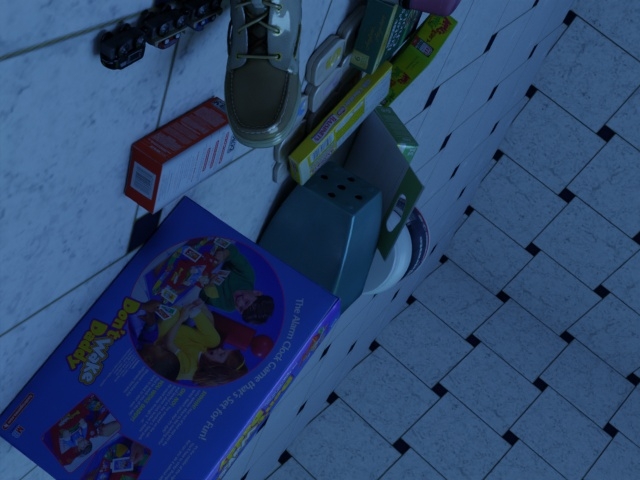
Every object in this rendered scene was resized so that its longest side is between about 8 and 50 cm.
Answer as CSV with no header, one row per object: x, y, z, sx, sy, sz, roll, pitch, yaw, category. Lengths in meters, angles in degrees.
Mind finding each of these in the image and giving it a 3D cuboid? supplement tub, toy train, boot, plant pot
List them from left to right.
-0.138,-0.189,0.754,0.158,0.027,0.036,-44,163,-44,toy train
-0.057,-0.209,0.767,0.165,0.077,0.213,83,11,-67,boot
0.000,0.000,1.405,0.165,0.166,0.234,-41,157,-50,plant pot
0.107,0.007,1.726,0.191,0.191,0.272,-61,166,16,supplement tub

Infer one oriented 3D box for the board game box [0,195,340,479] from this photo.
-0.170,0.151,0.986,0.347,0.233,0.078,-52,166,-17,board game box

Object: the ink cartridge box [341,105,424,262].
0.117,-0.101,1.469,0.056,0.235,0.171,0,132,-30,ink cartridge box

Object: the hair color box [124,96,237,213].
-0.146,-0.094,0.913,0.141,0.043,0.072,-41,159,-46,hair color box

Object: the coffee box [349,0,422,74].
0.106,-0.322,1.209,0.184,0.040,0.113,-50,164,-48,coffee box

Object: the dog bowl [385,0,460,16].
0.145,-0.396,0.796,0.407,0.150,0.408,-60,178,-4,dog bowl

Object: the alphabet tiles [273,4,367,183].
0.020,-0.216,1.269,0.278,0.021,0.284,-51,165,-25,alphabet tiles

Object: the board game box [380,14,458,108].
0.144,-0.290,1.352,0.092,0.043,0.181,-56,-173,-21,board game box

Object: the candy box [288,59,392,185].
0.031,-0.176,1.261,0.206,0.027,0.105,-48,173,-9,candy box
